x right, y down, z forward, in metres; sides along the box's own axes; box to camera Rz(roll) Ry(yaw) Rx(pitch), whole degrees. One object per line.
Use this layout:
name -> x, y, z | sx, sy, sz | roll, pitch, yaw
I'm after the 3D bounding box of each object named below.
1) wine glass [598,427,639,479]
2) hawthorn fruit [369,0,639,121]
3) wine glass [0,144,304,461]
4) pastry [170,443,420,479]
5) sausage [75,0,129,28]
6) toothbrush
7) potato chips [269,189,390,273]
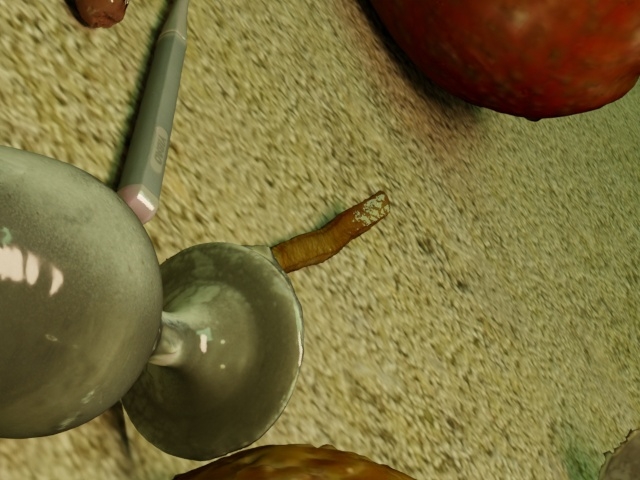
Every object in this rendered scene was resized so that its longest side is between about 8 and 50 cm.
wine glass -> 0.335, 0.301, 1.259 | 0.238, 0.238, 0.323 | 50, 26, -29
hawthorn fruit -> 0.212, -0.326, 1.531 | 0.403, 0.403, 0.403 | 48, 26, -33
wine glass -> -0.112, 0.032, 0.716 | 0.241, 0.126, 0.126 | 23, 44, -57
pastry -> 0.032, 0.202, 0.780 | 0.237, 0.170, 0.256 | 63, 17, -7
sausage -> -0.153, -0.205, 1.016 | 0.036, 0.042, 0.158 | -3, 59, -25
toothbrush -> -0.097, -0.118, 1.044 | 0.025, 0.030, 0.342 | 46, 29, -26
potato chips -> 0.000, 0.000, 1.123 | 0.026, 0.037, 0.204 | 54, 27, 5
